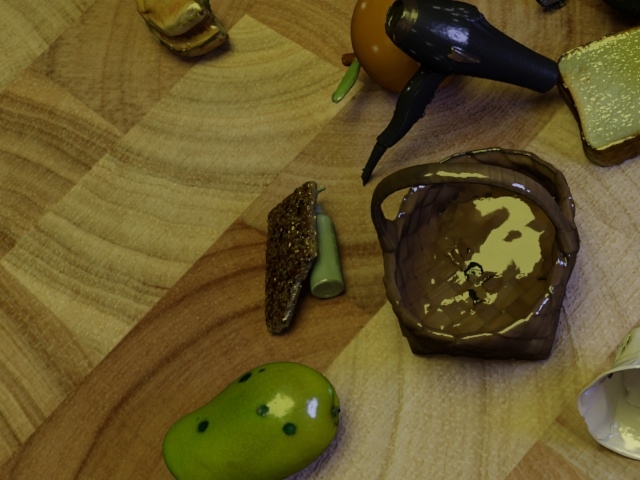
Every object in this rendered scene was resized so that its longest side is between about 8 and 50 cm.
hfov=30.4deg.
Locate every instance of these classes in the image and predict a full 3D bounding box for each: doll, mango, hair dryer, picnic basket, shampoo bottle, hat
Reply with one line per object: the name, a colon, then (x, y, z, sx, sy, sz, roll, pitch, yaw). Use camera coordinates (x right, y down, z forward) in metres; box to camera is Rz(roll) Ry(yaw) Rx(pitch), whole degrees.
doll: (0.121, -0.344, 2.016, 0.236, 0.213, 0.213, -20, 54, 25)
mango: (-0.106, 0.283, 1.748, 0.293, 0.143, 0.175, -24, 52, 17)
hair dryer: (0.184, -0.219, 1.923, 0.359, 0.304, 0.120, -56, 32, 30)
picnic basket: (0.219, -0.014, 1.694, 0.293, 0.337, 0.337, 0, 60, 21)
shampoo bottle: (0.000, 0.000, 1.929, 0.056, 0.056, 0.195, -17, 54, 11)
hat: (0.452, 0.193, 1.580, 0.203, 0.203, 0.126, 7, 44, 24)

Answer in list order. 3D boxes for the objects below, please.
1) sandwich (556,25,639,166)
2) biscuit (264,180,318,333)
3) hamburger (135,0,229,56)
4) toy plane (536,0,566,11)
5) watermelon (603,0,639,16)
sandwich: (0.484, -0.231, 1.881, 0.186, 0.065, 0.214, -21, 55, 8)
biscuit: (-0.049, 0.026, 1.907, 0.131, 0.026, 0.237, -39, 41, 45)
hamburger: (-0.277, -0.442, 2.279, 0.131, 0.124, 0.262, -48, 49, 11)
toy plane: (0.416, -0.433, 2.042, 0.121, 0.049, 0.031, -23, 53, -15)
watermelon: (0.538, -0.474, 1.924, 0.212, 0.212, 0.212, -10, 57, 15)
